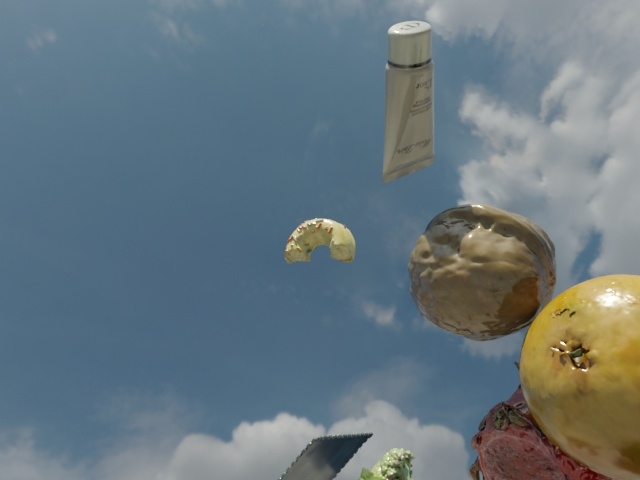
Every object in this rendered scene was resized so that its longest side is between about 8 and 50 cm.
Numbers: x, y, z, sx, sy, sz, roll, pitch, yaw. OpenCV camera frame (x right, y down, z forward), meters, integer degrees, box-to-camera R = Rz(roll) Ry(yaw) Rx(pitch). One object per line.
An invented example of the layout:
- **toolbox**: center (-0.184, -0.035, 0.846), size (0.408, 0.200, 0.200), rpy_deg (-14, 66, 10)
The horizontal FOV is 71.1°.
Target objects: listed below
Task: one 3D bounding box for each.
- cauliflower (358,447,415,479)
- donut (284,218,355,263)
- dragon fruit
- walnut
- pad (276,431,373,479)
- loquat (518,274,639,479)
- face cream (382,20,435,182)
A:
- **cauliflower**: center (0.251, 0.799, 1.379), size (0.256, 0.315, 0.238), rpy_deg (-33, -69, -26)
- **donut**: center (-0.002, -0.004, 1.028), size (0.166, 0.108, 0.065), rpy_deg (-4, -26, 17)
- **dragon fruit**: center (0.357, 0.364, 0.762), size (0.147, 0.211, 0.282), rpy_deg (-23, -92, -27)
- **walnut**: center (0.280, 0.057, 0.768), size (0.249, 0.248, 0.248), rpy_deg (-3, -64, -6)
- **pad**: center (-0.011, 0.592, 1.153), size (0.269, 0.012, 0.269), rpy_deg (-52, -41, 10)
- **loquat**: center (0.397, 0.174, 0.575), size (0.263, 0.263, 0.262), rpy_deg (-3, -64, -6)
- **face cream**: center (0.179, -0.271, 0.910), size (0.143, 0.089, 0.314), rpy_deg (-25, -45, -18)
